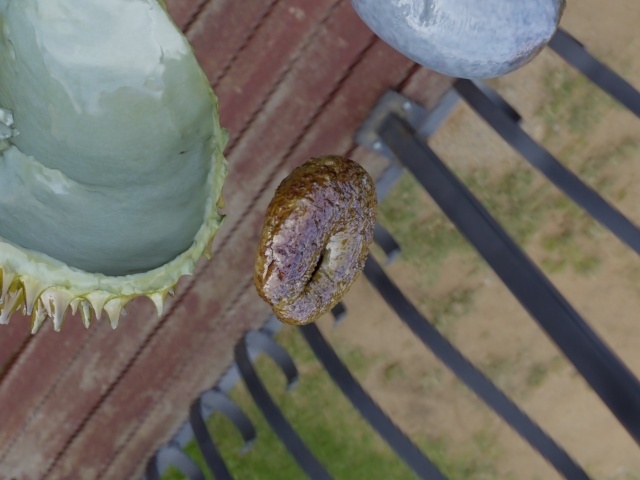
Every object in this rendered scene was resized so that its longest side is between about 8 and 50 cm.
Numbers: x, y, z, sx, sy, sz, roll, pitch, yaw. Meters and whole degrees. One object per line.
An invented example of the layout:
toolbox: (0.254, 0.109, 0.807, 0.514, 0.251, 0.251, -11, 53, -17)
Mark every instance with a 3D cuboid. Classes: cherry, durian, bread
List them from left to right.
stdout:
durian: (-0.113, -0.051, 0.529, 0.145, 0.252, 0.139, -4, 146, 9)
bread: (0.000, 0.000, 1.324, 0.193, 0.064, 0.193, -43, 144, -44)
cherry: (0.166, -0.329, 1.642, 0.255, 0.296, 0.218, -23, 152, -52)
